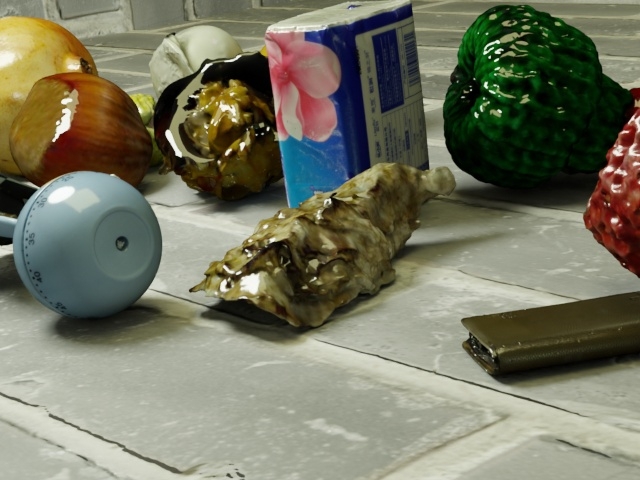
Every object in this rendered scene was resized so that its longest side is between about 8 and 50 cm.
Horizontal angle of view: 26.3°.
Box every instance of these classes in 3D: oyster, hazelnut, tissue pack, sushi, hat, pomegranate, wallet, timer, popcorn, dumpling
[{"bbox_3d":[-0.015,-0.005,1.526,0.204,0.111,0.396,1,20,32],"label":"oyster"},{"bbox_3d":[-0.358,-0.144,2.026,0.186,0.210,0.210,-27,13,9],"label":"hazelnut"},{"bbox_3d":[0.036,-0.162,1.756,0.137,0.269,0.209,5,22,36],"label":"tissue pack"},{"bbox_3d":[-0.129,-0.148,1.943,0.200,0.204,0.213,-25,-32,24],"label":"sushi"},{"bbox_3d":[-0.391,-0.019,1.641,0.192,0.050,0.215,22,-22,-29],"label":"sushi"},{"bbox_3d":[0.338,-0.161,1.830,0.332,0.242,0.274,16,38,-7],"label":"hat"},{"bbox_3d":[-0.474,-0.232,2.197,0.264,0.264,0.264,-5,16,1],"label":"pomegranate"},{"bbox_3d":[0.235,0.084,1.253,0.198,0.031,0.110,-8,15,-11],"label":"wallet"},{"bbox_3d":[-0.269,-0.010,1.500,0.175,0.175,0.255,-12,23,-23],"label":"timer"},{"bbox_3d":[-0.300,-0.175,2.185,0.126,0.125,0.145,8,28,13],"label":"popcorn"},{"bbox_3d":[-0.187,-0.233,2.210,0.175,0.227,0.243,-33,-7,35],"label":"dumpling"}]

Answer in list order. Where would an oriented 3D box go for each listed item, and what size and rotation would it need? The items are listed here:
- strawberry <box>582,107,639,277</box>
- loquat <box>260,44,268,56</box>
[{"bbox_3d":[0.398,-0.061,1.256,0.292,0.291,0.310,-15,36,-30],"label":"strawberry"},{"bbox_3d":[-0.010,-0.253,2.222,0.208,0.208,0.208,-5,16,1],"label":"loquat"}]
